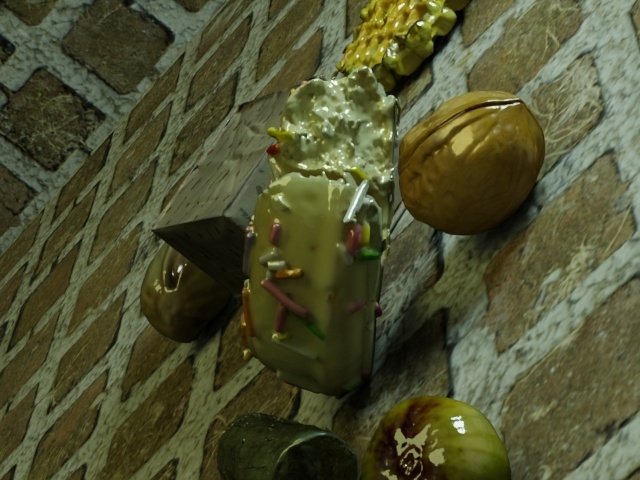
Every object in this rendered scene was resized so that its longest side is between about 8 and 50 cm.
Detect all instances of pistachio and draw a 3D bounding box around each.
[{"bbox_3d":[-0.176,0.053,2.565,0.129,0.131,0.206,5,37,15],"label":"pistachio"}]

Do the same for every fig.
[{"bbox_3d":[0.096,0.199,1.550,0.136,0.121,0.153,-42,19,18],"label":"fig"}]

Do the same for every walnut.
[{"bbox_3d":[0.161,-0.081,1.911,0.180,0.144,0.144,-45,18,37],"label":"walnut"}]

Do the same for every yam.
[{"bbox_3d":[-0.037,0.231,1.875,0.107,0.107,0.183,-57,19,-15],"label":"yam"}]

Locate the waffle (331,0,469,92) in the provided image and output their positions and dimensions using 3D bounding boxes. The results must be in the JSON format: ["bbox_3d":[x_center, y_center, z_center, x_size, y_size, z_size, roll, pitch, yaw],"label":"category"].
[{"bbox_3d":[0.131,-0.322,2.582,0.329,0.062,0.329,-44,20,20],"label":"waffle"}]

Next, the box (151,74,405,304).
[{"bbox_3d":[-0.044,-0.051,2.296,0.225,0.190,0.297,-56,18,-16],"label":"box"}]

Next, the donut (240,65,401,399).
[{"bbox_3d":[0.000,0.002,1.965,0.371,0.150,0.307,-80,-5,-61],"label":"donut"}]
